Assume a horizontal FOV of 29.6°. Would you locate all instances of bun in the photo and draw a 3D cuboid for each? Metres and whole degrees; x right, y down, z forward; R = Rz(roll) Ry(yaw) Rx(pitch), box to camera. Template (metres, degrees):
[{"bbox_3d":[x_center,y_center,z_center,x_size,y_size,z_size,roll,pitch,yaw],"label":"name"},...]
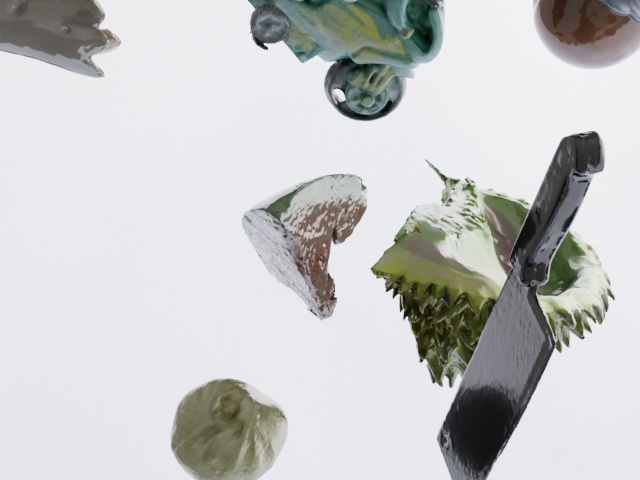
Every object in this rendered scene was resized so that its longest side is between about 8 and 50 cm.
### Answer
[{"bbox_3d":[-0.067,0.133,0.863,0.086,0.055,0.086,-3,-133,4],"label":"bun"}]

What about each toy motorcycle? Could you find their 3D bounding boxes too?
[{"bbox_3d":[0.030,-0.241,1.148,0.198,0.296,0.109,-29,-142,22],"label":"toy motorcycle"}]

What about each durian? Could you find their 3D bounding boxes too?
[{"bbox_3d":[0.149,0.019,1.031,0.157,0.355,0.169,-24,-81,17],"label":"durian"}]

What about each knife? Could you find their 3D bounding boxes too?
[{"bbox_3d":[0.113,0.053,0.680,0.072,0.019,0.245,-109,-152,-49],"label":"knife"}]

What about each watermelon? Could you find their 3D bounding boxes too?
[{"bbox_3d":[-0.007,-0.009,0.856,0.101,0.155,0.080,-38,-122,2],"label":"watermelon"}]

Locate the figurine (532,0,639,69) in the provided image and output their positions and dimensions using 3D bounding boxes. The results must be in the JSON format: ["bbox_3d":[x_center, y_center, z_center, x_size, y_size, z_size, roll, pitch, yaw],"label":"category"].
[{"bbox_3d":[0.298,-0.337,1.114,0.248,0.388,0.277,-12,-98,7],"label":"figurine"}]

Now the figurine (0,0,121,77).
[{"bbox_3d":[-0.208,-0.075,0.497,0.166,0.207,0.387,12,-108,52],"label":"figurine"}]
